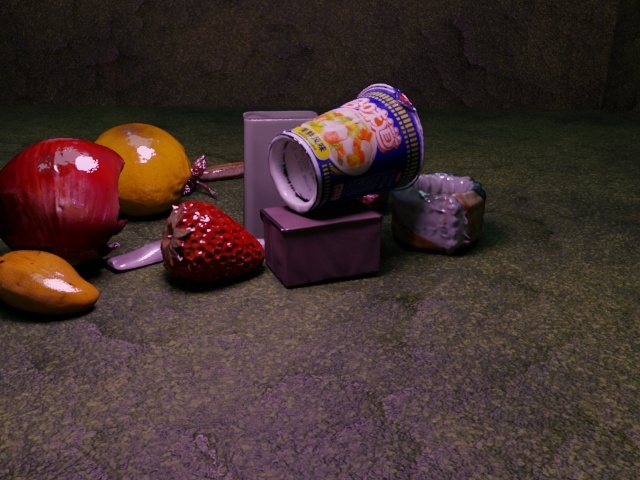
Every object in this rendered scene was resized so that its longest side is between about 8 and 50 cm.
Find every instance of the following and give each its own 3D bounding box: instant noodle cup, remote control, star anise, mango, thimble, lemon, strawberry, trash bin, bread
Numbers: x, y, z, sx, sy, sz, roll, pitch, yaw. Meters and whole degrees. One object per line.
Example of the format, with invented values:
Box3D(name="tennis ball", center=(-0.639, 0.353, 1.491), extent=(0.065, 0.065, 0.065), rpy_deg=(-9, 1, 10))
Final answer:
Box3D(name="instant noodle cup", center=(0.051, -0.209, 1.541), extent=(0.312, 0.284, 0.284), rpy_deg=(-24, 31, -32))
Box3D(name="remote control", center=(-0.427, 0.027, 1.610), extent=(0.229, 0.044, 0.073), rpy_deg=(-17, 30, -38))
Box3D(name="star anise", center=(-0.402, -0.189, 2.135), extent=(0.144, 0.158, 0.140), rpy_deg=(32, 31, -10))
Box3D(name="mango", center=(-0.604, 0.087, 1.364), extent=(0.262, 0.108, 0.157), rpy_deg=(11, 20, 20))
Box3D(name="thimble", center=(0.325, -0.081, 1.742), extent=(0.254, 0.167, 0.288), rpy_deg=(-2, 21, -3))
Box3D(name="lemon", center=(-0.544, -0.210, 1.900), extent=(0.297, 0.297, 0.297), rpy_deg=(1, 22, 0))
Box3D(name="strawberry", center=(-0.249, 0.017, 1.507), extent=(0.245, 0.205, 0.205), rpy_deg=(15, 13, -29))
Box3D(name="trash bin", center=(-0.107, -0.175, 1.730), extent=(0.223, 0.343, 0.158), rpy_deg=(-3, 19, -7))
Box3D(name="bread", center=(-0.345, -0.248, 2.299), extent=(0.214, 0.053, 0.073), rpy_deg=(-12, 20, -23))

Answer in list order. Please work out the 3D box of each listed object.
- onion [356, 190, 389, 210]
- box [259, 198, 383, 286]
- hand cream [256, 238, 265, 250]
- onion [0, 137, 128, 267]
Box3D(name="onion", center=(0.117, -0.212, 1.992), extent=(0.256, 0.230, 0.272), rpy_deg=(1, 29, 3))
Box3D(name="box", center=(0.000, 0.000, 1.546), extent=(0.252, 0.153, 0.188), rpy_deg=(-8, 21, -21))
Box3D(name="hand cream", center=(-0.143, 0.015, 1.648), extent=(0.171, 0.043, 0.065), rpy_deg=(-3, 18, -15))
Box3D(name="onion", center=(-0.624, -0.082, 1.517), extent=(0.342, 0.341, 0.341), rpy_deg=(1, 22, 0))
